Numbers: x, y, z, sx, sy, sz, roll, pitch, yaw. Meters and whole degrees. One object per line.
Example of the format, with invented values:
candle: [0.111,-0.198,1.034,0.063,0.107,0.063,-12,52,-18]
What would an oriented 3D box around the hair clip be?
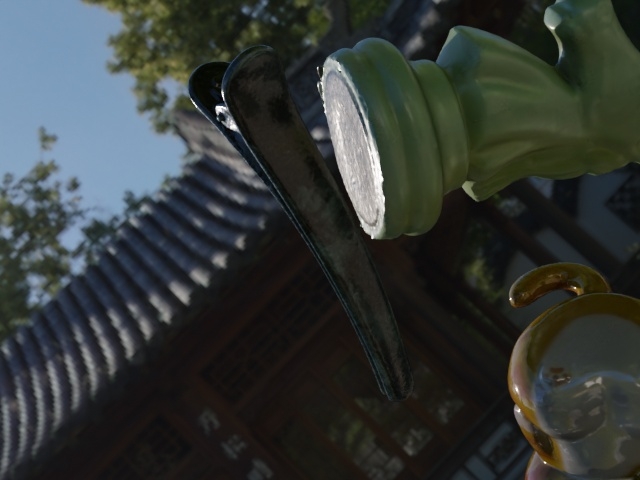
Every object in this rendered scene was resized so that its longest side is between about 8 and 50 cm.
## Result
hair clip: [0.000,0.000,0.609,0.039,0.229,0.070,-34,15,-24]

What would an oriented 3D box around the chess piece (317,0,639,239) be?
chess piece: [0.162,-0.115,0.936,0.298,0.175,0.176,-15,-20,-10]

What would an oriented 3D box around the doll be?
doll: [0.253,0.172,0.965,0.162,0.167,0.269,-55,-38,-60]
